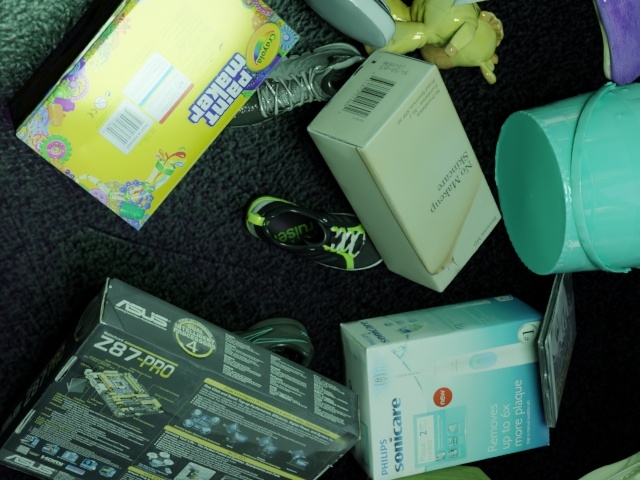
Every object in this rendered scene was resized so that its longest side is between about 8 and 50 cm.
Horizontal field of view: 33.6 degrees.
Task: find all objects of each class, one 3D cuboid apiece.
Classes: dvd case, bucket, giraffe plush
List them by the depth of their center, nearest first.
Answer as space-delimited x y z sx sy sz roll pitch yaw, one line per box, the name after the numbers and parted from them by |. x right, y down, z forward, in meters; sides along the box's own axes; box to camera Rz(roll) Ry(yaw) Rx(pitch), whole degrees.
0.176 -0.300 1.467 0.170 0.210 0.181 26 79 -56 | giraffe plush
0.383 -0.081 1.530 0.183 0.281 0.281 -10 107 -12 | bucket
0.362 0.148 1.609 0.018 0.221 0.164 3 125 22 | dvd case

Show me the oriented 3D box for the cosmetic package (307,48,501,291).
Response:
0.122 -0.090 1.444 0.160 0.113 0.309 -51 136 -16 | cosmetic package

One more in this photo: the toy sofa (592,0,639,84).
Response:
0.490 -0.401 1.537 0.177 0.150 0.362 -25 111 -12 | toy sofa

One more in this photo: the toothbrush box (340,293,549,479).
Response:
0.190 0.220 1.615 0.296 0.126 0.216 -7 105 -16 | toothbrush box

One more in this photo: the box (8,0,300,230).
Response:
-0.214 -0.203 1.283 0.177 0.279 0.290 40 90 -23 | box

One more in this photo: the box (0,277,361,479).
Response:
-0.194 0.253 1.439 0.395 0.097 0.318 27 126 -22 | box

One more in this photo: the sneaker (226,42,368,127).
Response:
-0.033 -0.208 1.421 0.229 0.132 0.086 -24 111 -12 | sneaker

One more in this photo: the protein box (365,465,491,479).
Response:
0.186 0.445 1.632 0.200 0.201 0.136 10 101 -21 | protein box

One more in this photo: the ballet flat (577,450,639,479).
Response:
0.517 0.417 1.802 0.248 0.086 0.086 -29 111 -9 | ballet flat

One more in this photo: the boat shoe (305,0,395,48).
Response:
-0.006 -0.380 1.374 0.306 0.113 0.105 41 78 4 | boat shoe

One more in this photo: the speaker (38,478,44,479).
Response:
-0.304 0.461 1.514 0.296 0.131 0.131 41 89 -23 | speaker

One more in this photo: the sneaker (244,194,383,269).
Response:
0.000 0.000 1.507 0.235 0.097 0.084 13 100 -21 | sneaker

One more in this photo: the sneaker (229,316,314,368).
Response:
-0.136 0.178 1.506 0.267 0.106 0.101 -18 111 -12 | sneaker
